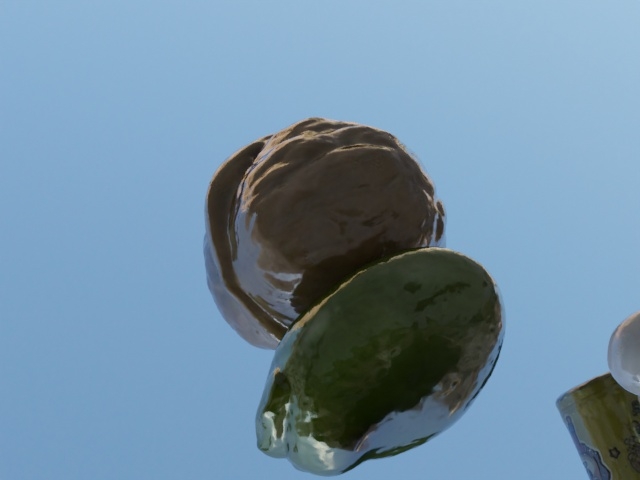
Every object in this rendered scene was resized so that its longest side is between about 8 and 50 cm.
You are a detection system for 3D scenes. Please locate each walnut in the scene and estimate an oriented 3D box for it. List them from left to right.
[{"bbox_3d":[0.000,0.000,1.238,0.285,0.296,0.285,11,-116,-24],"label":"walnut"}]

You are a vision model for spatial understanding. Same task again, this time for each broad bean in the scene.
[{"bbox_3d":[0.062,0.128,1.100,0.238,0.291,0.119,41,-170,-39],"label":"broad bean"}]

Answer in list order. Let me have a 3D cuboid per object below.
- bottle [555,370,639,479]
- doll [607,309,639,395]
[{"bbox_3d":[0.498,0.369,1.628,0.172,0.171,0.351,-6,-115,-32],"label":"bottle"},{"bbox_3d":[0.433,-0.003,0.753,0.376,0.187,0.365,15,-134,35],"label":"doll"}]
